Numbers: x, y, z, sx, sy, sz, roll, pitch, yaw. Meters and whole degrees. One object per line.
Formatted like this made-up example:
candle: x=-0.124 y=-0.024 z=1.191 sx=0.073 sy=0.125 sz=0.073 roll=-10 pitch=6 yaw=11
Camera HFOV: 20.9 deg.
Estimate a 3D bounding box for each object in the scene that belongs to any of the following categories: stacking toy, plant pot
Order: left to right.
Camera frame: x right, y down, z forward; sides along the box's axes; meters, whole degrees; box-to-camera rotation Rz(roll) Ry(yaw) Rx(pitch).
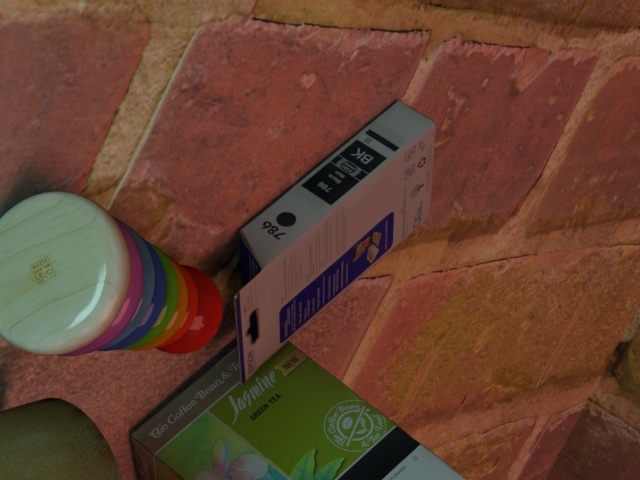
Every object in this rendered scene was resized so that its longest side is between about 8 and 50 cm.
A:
plant pot: x=-0.331 y=0.274 z=1.520 sx=0.254 sy=0.237 sz=0.237 roll=-6 pitch=127 yaw=-40
stacking toy: x=-0.184 y=0.053 z=1.609 sx=0.141 sy=0.141 sz=0.330 roll=-56 pitch=160 yaw=1

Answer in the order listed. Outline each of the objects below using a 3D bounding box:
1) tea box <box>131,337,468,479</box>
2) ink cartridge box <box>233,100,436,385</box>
tea box: x=-0.021 y=0.333 z=1.970 sx=0.220 sy=0.323 sz=0.329 roll=-40 pitch=151 yaw=-27
ink cartridge box: x=0.000 y=0.000 z=1.916 sx=0.332 sy=0.065 sz=0.165 roll=-41 pitch=151 yaw=-30
